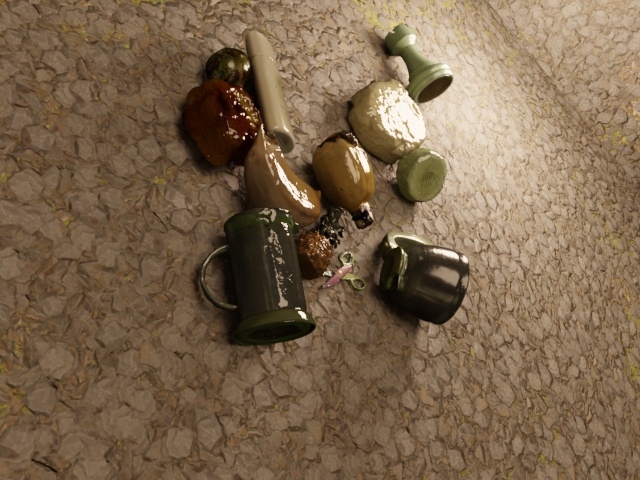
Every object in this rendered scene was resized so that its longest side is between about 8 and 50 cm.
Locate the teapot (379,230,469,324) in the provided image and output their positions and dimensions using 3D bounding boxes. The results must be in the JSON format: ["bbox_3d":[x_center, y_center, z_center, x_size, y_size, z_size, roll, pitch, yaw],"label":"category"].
[{"bbox_3d":[0.311,0.079,1.892,0.240,0.239,0.321,21,59,-15],"label":"teapot"}]

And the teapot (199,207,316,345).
[{"bbox_3d":[-0.165,0.081,1.525,0.271,0.200,0.336,-5,67,-14],"label":"teapot"}]

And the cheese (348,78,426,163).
[{"bbox_3d":[0.242,-0.440,2.194,0.318,0.115,0.326,21,54,-31],"label":"cheese"}]

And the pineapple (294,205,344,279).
[{"bbox_3d":[-0.001,0.000,1.740,0.128,0.128,0.248,46,45,-11],"label":"pineapple"}]

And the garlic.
[{"bbox_3d":[-0.124,-0.161,1.660,0.338,0.151,0.196,50,46,-35],"label":"garlic"}]

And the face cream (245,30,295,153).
[{"bbox_3d":[-0.154,-0.448,1.849,0.173,0.081,0.348,52,24,-69],"label":"face cream"}]

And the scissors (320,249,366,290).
[{"bbox_3d":[0.054,0.099,1.805,0.187,0.020,0.133,-12,72,-45],"label":"scissors"}]

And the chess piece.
[{"bbox_3d":[0.375,-0.710,2.417,0.195,0.194,0.299,-14,68,-44],"label":"chess piece"}]

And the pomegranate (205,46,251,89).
[{"bbox_3d":[-0.257,-0.486,1.782,0.163,0.126,0.138,56,34,-3],"label":"pomegranate"}]

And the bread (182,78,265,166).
[{"bbox_3d":[-0.260,-0.328,1.688,0.232,0.135,0.246,-7,70,-56],"label":"bread"}]

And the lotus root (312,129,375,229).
[{"bbox_3d":[0.085,-0.181,1.881,0.183,0.183,0.309,-19,83,-45],"label":"lotus root"}]

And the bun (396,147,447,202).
[{"bbox_3d":[0.350,-0.232,2.149,0.196,0.118,0.195,-11,115,-25],"label":"bun"}]
